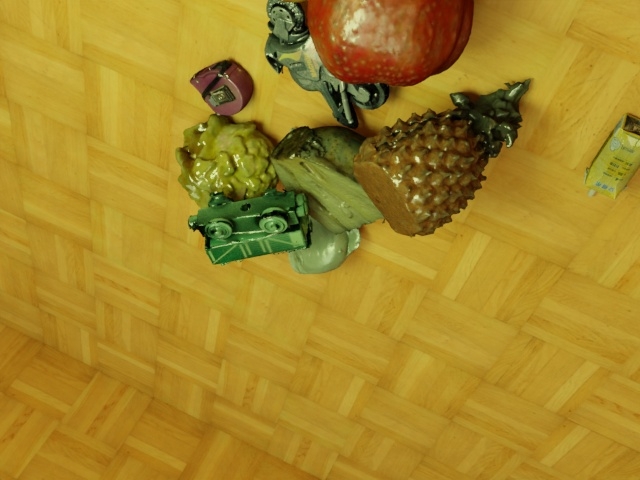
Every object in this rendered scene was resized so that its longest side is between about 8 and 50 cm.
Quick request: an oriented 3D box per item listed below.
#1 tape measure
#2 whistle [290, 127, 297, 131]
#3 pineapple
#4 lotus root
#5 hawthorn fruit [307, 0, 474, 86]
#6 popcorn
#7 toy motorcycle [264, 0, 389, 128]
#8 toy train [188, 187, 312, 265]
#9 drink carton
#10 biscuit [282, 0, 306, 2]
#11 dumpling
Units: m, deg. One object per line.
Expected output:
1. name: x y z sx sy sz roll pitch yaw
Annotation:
1. tape measure: -0.216 -0.336 1.554 0.125 0.074 0.118 -15 123 40
2. whistle: -0.022 -0.230 1.579 0.100 0.035 0.035 27 138 5
3. pineapple: 0.249 -0.179 1.324 0.223 0.357 0.223 49 170 11
4. lotus root: 0.028 -0.153 1.517 0.260 0.149 0.267 36 155 -19
5. hawthorn fruit: 0.119 -0.420 1.145 0.287 0.287 0.330 13 126 17
6. popcorn: -0.225 -0.167 1.631 0.259 0.212 0.259 10 136 10
7. toy motorcycle: -0.003 -0.357 1.403 0.307 0.108 0.173 41 146 -13
8. toy train: -0.151 -0.034 1.533 0.269 0.115 0.154 -11 142 5
9. drink carton: 0.554 -0.138 1.325 0.084 0.074 0.200 24 136 7
10. biscuit: -0.099 -0.572 1.242 0.154 0.045 0.299 2 117 28
11. dumpling: 0.009 0.006 1.755 0.219 0.153 0.108 -25 160 26
